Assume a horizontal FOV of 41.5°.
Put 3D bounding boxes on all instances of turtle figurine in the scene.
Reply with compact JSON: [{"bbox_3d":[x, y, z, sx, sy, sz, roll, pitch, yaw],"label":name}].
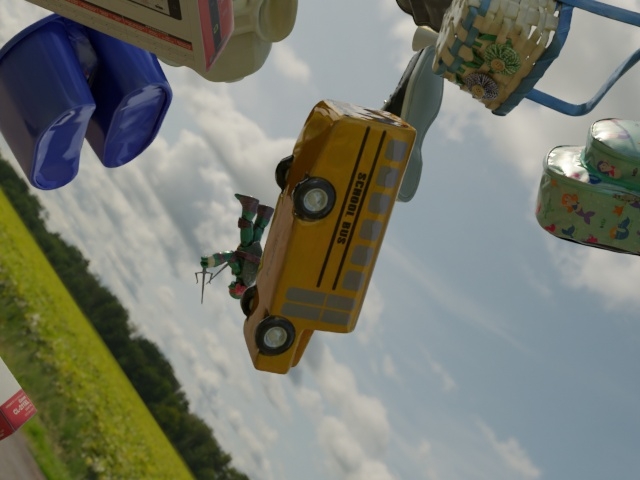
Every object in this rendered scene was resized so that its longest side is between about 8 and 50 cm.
[{"bbox_3d":[-0.164,0.031,1.710,0.118,0.234,0.175,17,-7,7],"label":"turtle figurine"}]

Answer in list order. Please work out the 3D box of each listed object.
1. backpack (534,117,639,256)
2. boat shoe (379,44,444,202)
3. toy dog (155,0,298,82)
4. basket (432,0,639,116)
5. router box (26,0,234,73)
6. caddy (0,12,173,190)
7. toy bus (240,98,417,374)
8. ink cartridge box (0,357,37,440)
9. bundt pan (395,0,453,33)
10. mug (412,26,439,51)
[{"bbox_3d":[0.458,-0.078,1.278,0.253,0.225,0.191,7,-64,17],"label":"backpack"},{"bbox_3d":[0.141,-0.211,1.501,0.091,0.303,0.114,5,-24,37],"label":"boat shoe"},{"bbox_3d":[-0.205,-0.545,1.641,0.395,0.284,0.408,49,25,-73],"label":"toy dog"},{"bbox_3d":[0.334,-0.300,1.305,0.288,0.201,0.255,15,-24,-5],"label":"basket"},{"bbox_3d":[-0.266,-0.358,0.938,0.335,0.082,0.301,23,-22,6],"label":"router box"},{"bbox_3d":[-0.372,-0.226,1.284,0.179,0.241,0.341,60,-30,8],"label":"caddy"},{"bbox_3d":[0.000,0.000,1.036,0.108,0.130,0.333,-126,-131,-63],"label":"toy bus"},{"bbox_3d":[-0.499,0.205,1.161,0.175,0.127,0.072,59,14,-7],"label":"ink cartridge box"},{"bbox_3d":[0.267,-0.564,1.589,0.331,0.331,0.124,49,7,28],"label":"bundt pan"},{"bbox_3d":[0.255,-0.468,1.951,0.064,0.062,0.078,20,-75,22],"label":"mug"}]
